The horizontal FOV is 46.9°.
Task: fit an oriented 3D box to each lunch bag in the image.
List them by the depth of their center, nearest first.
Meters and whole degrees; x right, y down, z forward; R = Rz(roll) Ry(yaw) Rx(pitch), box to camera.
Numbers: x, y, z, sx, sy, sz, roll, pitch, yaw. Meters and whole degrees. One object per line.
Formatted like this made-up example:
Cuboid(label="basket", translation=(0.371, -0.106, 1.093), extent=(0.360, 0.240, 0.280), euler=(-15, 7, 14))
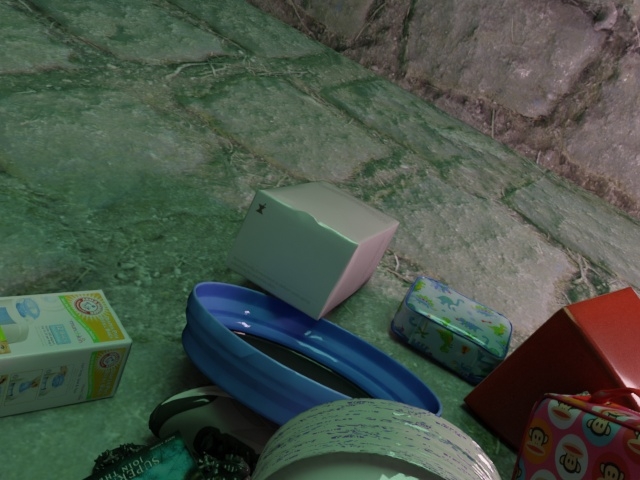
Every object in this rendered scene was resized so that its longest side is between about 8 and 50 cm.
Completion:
Cuboid(label="lunch bag", translation=(0.390, 0.321, 0.988), extent=(0.120, 0.258, 0.293), euler=(12, 2, -24))
Cuboid(label="lunch bag", translation=(0.255, 0.165, 1.413), extent=(0.219, 0.090, 0.176), euler=(28, 28, 7))

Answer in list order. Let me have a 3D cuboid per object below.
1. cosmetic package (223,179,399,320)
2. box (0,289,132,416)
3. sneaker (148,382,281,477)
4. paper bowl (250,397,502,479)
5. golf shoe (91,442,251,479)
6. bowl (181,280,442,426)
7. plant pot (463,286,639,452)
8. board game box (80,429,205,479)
Cuboid(label="cosmetic package", translation=(0.000, 0.000, 1.350), extent=(0.197, 0.155, 0.365), euler=(30, 15, 12))
Cuboid(label="box", translation=(-0.364, 0.142, 0.942), extent=(0.203, 0.103, 0.114), euler=(-2, 37, -41))
Cuboid(label="sneaker", translation=(-0.089, 0.266, 0.953), extent=(0.271, 0.100, 0.108), euler=(19, 33, -11))
Cuboid(label="paper bowl", translation=(0.052, 0.319, 0.767), extent=(0.284, 0.284, 0.148), euler=(24, 29, -1))
Cuboid(label="golf shoe", translation=(-0.174, 0.296, 0.871), extent=(0.198, 0.094, 0.077), euler=(5, 50, 12))
Cuboid(label="bowl", translation=(-0.018, 0.180, 1.050), extent=(0.391, 0.077, 0.391), euler=(26, 5, -2))
Cuboid(label="plant pot", translation=(0.459, 0.265, 1.246), extent=(0.267, 0.267, 0.236), euler=(-7, 53, -45))
Cuboid(label="board game box", translation=(-0.209, 0.297, 0.785), extent=(0.186, 0.026, 0.126), euler=(-25, 48, -20))
